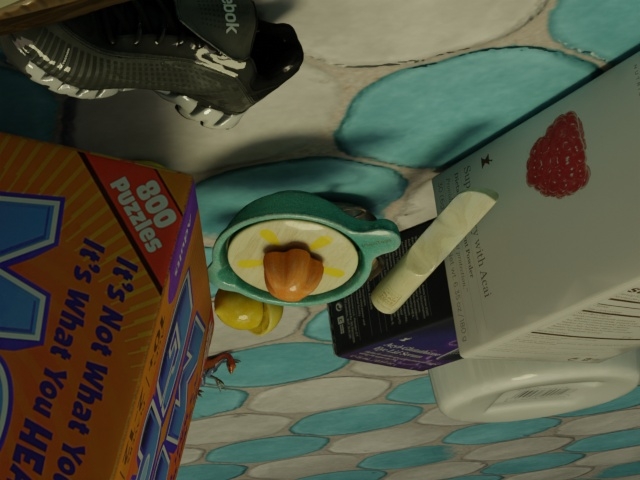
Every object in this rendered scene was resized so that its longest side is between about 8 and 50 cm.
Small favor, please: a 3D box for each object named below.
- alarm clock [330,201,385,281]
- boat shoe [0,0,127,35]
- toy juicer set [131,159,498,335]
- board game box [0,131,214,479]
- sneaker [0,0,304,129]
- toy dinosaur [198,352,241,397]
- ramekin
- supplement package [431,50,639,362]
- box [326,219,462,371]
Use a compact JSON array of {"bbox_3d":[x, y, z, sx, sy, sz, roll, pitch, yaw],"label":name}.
[{"bbox_3d":[0.000,0.000,1.294,0.129,0.064,0.192,-1,162,-18],"label":"alarm clock"},{"bbox_3d":[-0.151,-0.165,0.713,0.302,0.098,0.109,-12,-174,9],"label":"boat shoe"},{"bbox_3d":[-0.025,0.032,1.191,0.329,0.089,0.209,4,144,-2],"label":"toy juicer set"},{"bbox_3d":[-0.294,0.137,0.987,0.356,0.356,0.356,12,161,2],"label":"board game box"},{"bbox_3d":[-0.097,-0.132,0.862,0.106,0.078,0.234,-24,159,33],"label":"sneaker"},{"bbox_3d":[-0.145,0.169,1.772,0.090,0.047,0.082,12,136,-22],"label":"toy dinosaur"},{"bbox_3d":[0.253,0.128,1.655,0.277,0.135,0.277,-6,162,-2],"label":"ramekin"},{"bbox_3d":[0.258,-0.020,1.157,0.175,0.177,0.293,6,157,-33],"label":"supplement package"},{"bbox_3d":[0.132,0.055,1.436,0.207,0.108,0.153,-22,156,38],"label":"box"}]
